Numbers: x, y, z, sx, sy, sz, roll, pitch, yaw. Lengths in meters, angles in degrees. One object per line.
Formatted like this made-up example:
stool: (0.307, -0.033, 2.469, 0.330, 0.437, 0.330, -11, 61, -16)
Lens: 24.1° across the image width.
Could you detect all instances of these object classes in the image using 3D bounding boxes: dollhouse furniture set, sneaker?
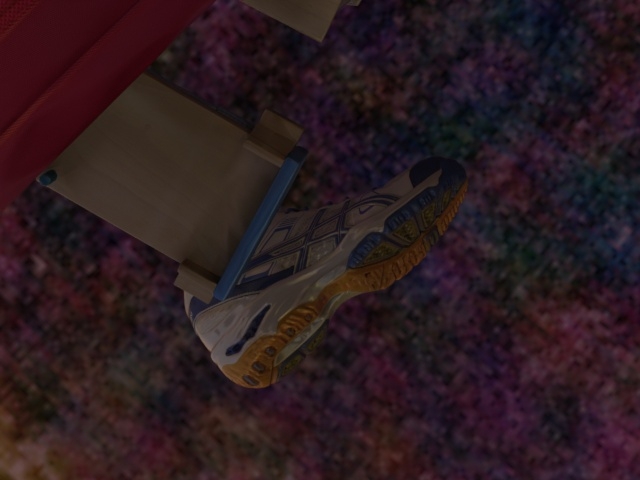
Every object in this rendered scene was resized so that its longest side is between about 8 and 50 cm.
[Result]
dollhouse furniture set: (-0.130, -0.146, 1.273, 0.286, 0.303, 0.198, 28, -161, 1)
sneaker: (0.000, 0.000, 1.404, 0.131, 0.296, 0.112, 47, 169, 28)

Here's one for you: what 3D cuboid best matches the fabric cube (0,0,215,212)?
fabric cube: (-0.191, -0.171, 0.690, 0.254, 0.258, 0.259, 45, 167, 2)
